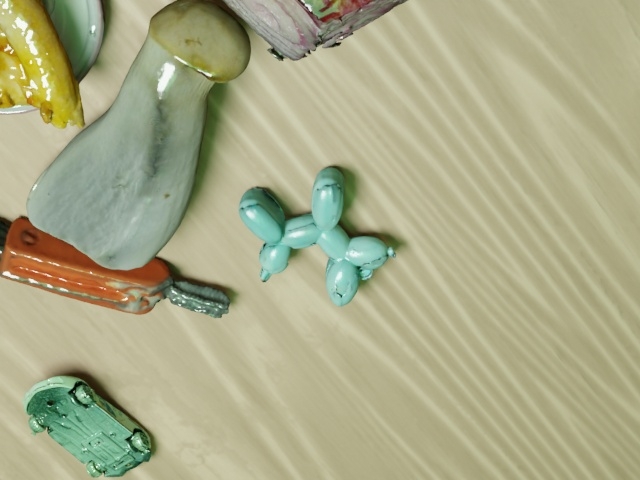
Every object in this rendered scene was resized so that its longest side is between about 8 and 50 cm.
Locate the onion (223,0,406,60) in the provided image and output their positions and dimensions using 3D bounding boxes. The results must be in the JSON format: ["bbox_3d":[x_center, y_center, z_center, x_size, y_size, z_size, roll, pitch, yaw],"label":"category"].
[{"bbox_3d":[-0.001,-0.309,1.410,0.230,0.272,0.256,-46,116,-2],"label":"onion"}]

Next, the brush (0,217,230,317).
[{"bbox_3d":[-0.259,0.037,1.707,0.323,0.070,0.051,17,124,-7],"label":"brush"}]

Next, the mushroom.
[{"bbox_3d":[-0.189,-0.111,1.579,0.159,0.122,0.329,18,126,-18],"label":"mushroom"}]

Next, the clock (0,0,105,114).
[{"bbox_3d":[-0.345,-0.241,1.556,0.244,0.056,0.244,1,120,2],"label":"clock"}]

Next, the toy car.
[{"bbox_3d":[-0.281,0.220,1.822,0.093,0.058,0.186,-31,126,19],"label":"toy car"}]

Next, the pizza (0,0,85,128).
[{"bbox_3d":[-0.382,-0.231,1.489,0.182,0.074,0.365,-35,110,12],"label":"pizza"}]

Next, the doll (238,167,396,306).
[{"bbox_3d":[0.000,0.000,1.675,0.159,0.059,0.159,-10,118,8],"label":"doll"}]
